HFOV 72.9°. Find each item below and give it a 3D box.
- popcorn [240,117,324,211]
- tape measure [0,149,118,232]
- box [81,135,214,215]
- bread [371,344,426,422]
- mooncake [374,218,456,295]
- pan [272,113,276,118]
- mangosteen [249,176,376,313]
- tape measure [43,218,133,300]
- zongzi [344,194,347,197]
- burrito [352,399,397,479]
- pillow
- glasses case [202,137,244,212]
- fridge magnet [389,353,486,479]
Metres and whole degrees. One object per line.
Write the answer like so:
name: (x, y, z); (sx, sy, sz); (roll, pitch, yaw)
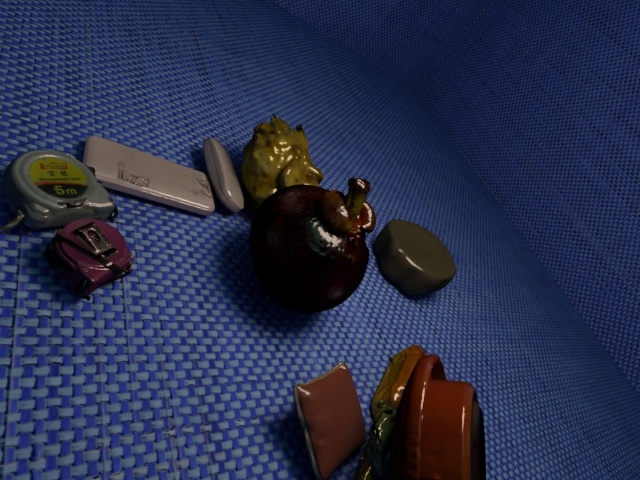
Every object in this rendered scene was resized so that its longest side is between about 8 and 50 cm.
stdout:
popcorn: (-0.112, -0.187, 1.161); (0.286, 0.215, 0.252); (-87, 156, -48)
tape measure: (-0.514, -0.073, 0.696); (0.164, 0.084, 0.330); (52, 32, 17)
box: (-0.375, -0.142, 0.969); (0.285, 0.044, 0.142); (17, 39, -36)
bread: (0.200, 0.340, 1.006); (0.102, 0.094, 0.245); (51, 32, 1)
mooncake: (0.298, 0.059, 1.398); (0.275, 0.135, 0.275); (25, 37, -21)
pan: (-0.127, -0.325, 1.444); (0.128, 0.048, 0.202); (30, 36, -23)
mangosteen: (-0.011, 0.011, 0.969); (0.297, 0.293, 0.297); (162, -90, -89)
tape measure: (-0.387, 0.025, 0.734); (0.125, 0.074, 0.118); (44, 31, -4)
zongzi: (0.093, -0.054, 1.361); (0.184, 0.084, 0.187); (60, 29, -1)
burrito: (0.090, 0.403, 0.773); (0.054, 0.104, 0.288); (19, 40, 15)
pillow: (0.015, 0.332, 0.811); (0.179, 0.075, 0.171); (-1, 72, -59)
glasses case: (-0.248, -0.169, 1.104); (0.092, 0.059, 0.233); (54, 11, -55)
fridge magnet: (0.211, 0.392, 0.777); (0.363, 0.155, 0.364); (-2, 90, -66)
